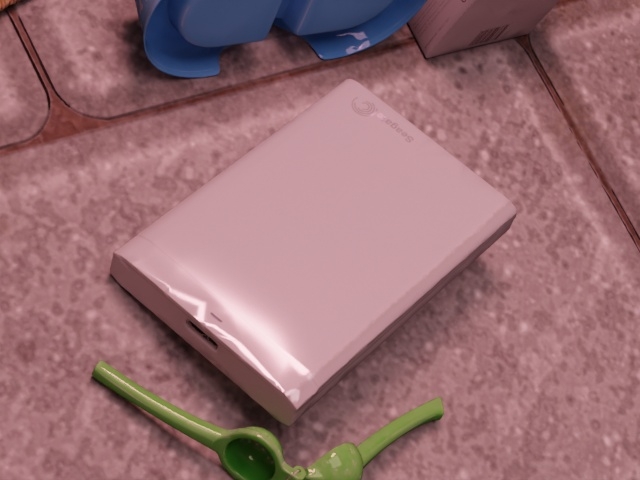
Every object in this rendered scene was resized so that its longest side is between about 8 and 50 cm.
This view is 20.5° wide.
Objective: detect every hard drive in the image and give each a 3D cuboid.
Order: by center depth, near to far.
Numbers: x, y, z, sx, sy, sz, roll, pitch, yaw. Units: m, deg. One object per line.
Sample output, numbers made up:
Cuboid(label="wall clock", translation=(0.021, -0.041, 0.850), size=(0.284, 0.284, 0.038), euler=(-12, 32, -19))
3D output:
Cuboid(label="hard drive", translation=(0.000, 0.000, 1.513), size=(0.203, 0.040, 0.307), euler=(39, 53, 16))

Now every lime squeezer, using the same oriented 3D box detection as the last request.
Cuboid(label="lime squeezer", translation=(-0.029, 0.156, 1.433), size=(0.310, 0.059, 0.110), euler=(8, 62, -21))

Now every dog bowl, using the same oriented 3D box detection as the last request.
Cuboid(label="dog bowl", translation=(-0.035, -0.235, 1.580), size=(0.297, 0.166, 0.074), euler=(-12, 59, -30))

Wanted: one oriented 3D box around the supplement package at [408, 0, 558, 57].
Cuboid(label="supplement package", translation=(0.129, -0.323, 1.715), size=(0.139, 0.134, 0.244), euler=(-16, 72, -31))

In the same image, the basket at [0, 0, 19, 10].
Cuboid(label="basket", translation=(-0.275, -0.345, 1.482), size=(0.223, 0.213, 0.299), euler=(49, 55, 6))
